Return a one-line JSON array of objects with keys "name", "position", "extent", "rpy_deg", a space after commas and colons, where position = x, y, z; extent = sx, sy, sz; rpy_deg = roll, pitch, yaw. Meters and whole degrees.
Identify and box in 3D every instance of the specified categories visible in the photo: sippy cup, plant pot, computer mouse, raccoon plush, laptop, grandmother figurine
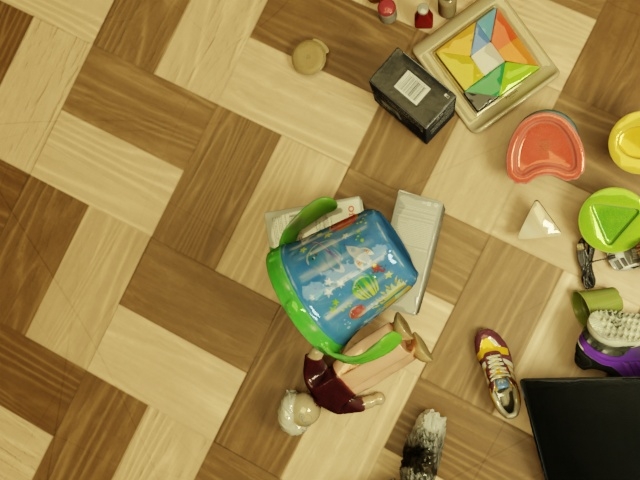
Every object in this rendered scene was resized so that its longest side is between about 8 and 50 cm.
[{"name": "sippy cup", "position": [0.053, 0.062, 1.470], "extent": [0.224, 0.240, 0.305], "rpy_deg": [-32, 92, 13]}, {"name": "plant pot", "position": [0.558, 0.128, 1.565], "extent": [0.079, 0.083, 0.083], "rpy_deg": [-16, 84, -5]}, {"name": "computer mouse", "position": [0.618, 0.030, 1.576], "extent": [0.193, 0.042, 0.106], "rpy_deg": [-12, 80, 14]}, {"name": "raccoon plush", "position": [0.075, 0.552, 1.598], "extent": [0.299, 0.216, 0.446], "rpy_deg": [8, 58, 23]}, {"name": "laptop", "position": [0.654, 0.375, 1.495], "extent": [0.407, 0.236, 0.382], "rpy_deg": [-23, 106, -20]}, {"name": "grandmother figurine", "position": [0.048, 0.283, 1.603], "extent": [0.342, 0.104, 0.208], "rpy_deg": [-38, 100, 12]}]

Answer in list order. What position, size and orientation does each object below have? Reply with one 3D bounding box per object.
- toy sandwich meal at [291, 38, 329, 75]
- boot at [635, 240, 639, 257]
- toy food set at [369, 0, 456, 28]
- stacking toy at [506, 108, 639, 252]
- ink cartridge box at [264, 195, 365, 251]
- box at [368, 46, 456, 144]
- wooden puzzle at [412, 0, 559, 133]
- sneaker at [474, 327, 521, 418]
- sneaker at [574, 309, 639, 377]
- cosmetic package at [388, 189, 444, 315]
[{"name": "toy sandwich meal", "position": [-0.023, -0.401, 1.710], "extent": [0.085, 0.029, 0.086], "rpy_deg": [0, 91, 11]}, {"name": "boot", "position": [0.681, 0.003, 1.514], "extent": [0.158, 0.059, 0.085], "rpy_deg": [-41, 116, -11]}, {"name": "toy food set", "position": [0.205, -0.515, 1.641], "extent": [0.232, 0.104, 0.111], "rpy_deg": [4, 87, 9]}, {"name": "stacking toy", "position": [0.535, -0.130, 1.582], "extent": [0.308, 0.130, 0.280], "rpy_deg": [6, 103, 16]}, {"name": "ink cartridge box", "position": [0.000, 0.000, 1.650], "extent": [0.208, 0.087, 0.153], "rpy_deg": [-9, 86, 8]}, {"name": "box", "position": [0.190, -0.292, 1.602], "extent": [0.156, 0.158, 0.093], "rpy_deg": [42, 93, 9]}, {"name": "wooden puzzle", "position": [0.346, -0.379, 1.641], "extent": [0.221, 0.044, 0.239], "rpy_deg": [-36, 82, 6]}, {"name": "sneaker", "position": [0.362, 0.267, 1.578], "extent": [0.069, 0.084, 0.186], "rpy_deg": [-21, 84, 7]}, {"name": "sneaker", "position": [0.632, 0.227, 1.537], "extent": [0.293, 0.102, 0.146], "rpy_deg": [11, 125, -9]}, {"name": "cosmetic package", "position": [0.181, 0.029, 1.601], "extent": [0.107, 0.127, 0.238], "rpy_deg": [17, 88, 11]}]
